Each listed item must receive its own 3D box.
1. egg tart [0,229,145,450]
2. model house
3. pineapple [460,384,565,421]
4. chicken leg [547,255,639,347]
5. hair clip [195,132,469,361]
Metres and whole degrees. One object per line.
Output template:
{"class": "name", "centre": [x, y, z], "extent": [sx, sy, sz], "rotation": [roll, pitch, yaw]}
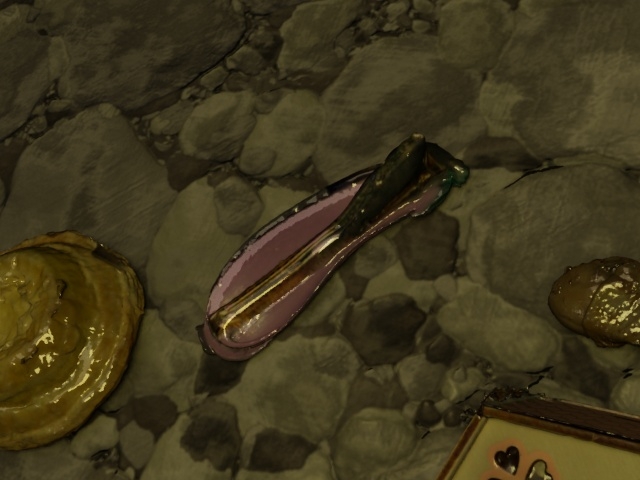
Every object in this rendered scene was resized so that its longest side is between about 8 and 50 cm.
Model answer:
{"class": "egg tart", "centre": [-0.350, 0.102, 1.069], "extent": [0.290, 0.115, 0.290], "rotation": [-10, 58, 16]}
{"class": "model house", "centre": [0.193, 0.222, 0.642], "extent": [0.326, 0.169, 0.244], "rotation": [-31, 68, 30]}
{"class": "pineapple", "centre": [0.220, 0.191, 0.778], "extent": [0.221, 0.103, 0.083], "rotation": [19, 105, 30]}
{"class": "chicken leg", "centre": [0.310, 0.073, 0.825], "extent": [0.198, 0.069, 0.085], "rotation": [26, 76, 26]}
{"class": "hair clip", "centre": [-0.001, -0.002, 1.011], "extent": [0.358, 0.095, 0.110], "rotation": [-39, 89, 9]}
